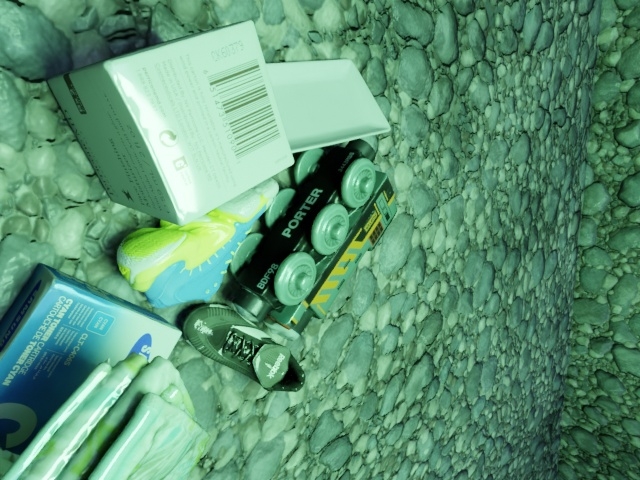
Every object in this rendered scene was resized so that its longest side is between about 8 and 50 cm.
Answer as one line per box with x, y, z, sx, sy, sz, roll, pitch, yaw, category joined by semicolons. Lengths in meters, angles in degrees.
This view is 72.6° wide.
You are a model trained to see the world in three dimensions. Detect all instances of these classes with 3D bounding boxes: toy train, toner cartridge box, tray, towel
0.000;0.000;0.690;0.334;0.142;0.190;-56;141;-18;toy train
-0.319;0.217;0.471;0.165;0.075;0.348;39;73;-42;toner cartridge box
-0.017;-0.201;0.658;0.270;0.030;0.145;-22;82;-39;tray
-0.239;0.314;0.404;0.374;0.090;0.320;-58;169;-32;towel

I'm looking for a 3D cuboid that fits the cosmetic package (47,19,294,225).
-0.157;-0.127;0.465;0.151;0.183;0.151;-37;123;-33;cosmetic package

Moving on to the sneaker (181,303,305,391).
-0.099;0.166;0.648;0.234;0.106;0.078;46;67;-40;sneaker

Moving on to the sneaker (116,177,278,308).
-0.151;0.001;0.589;0.240;0.091;0.126;-35;141;-33;sneaker

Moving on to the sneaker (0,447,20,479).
-0.369;0.209;0.309;0.292;0.118;0.110;17;82;-33;sneaker
